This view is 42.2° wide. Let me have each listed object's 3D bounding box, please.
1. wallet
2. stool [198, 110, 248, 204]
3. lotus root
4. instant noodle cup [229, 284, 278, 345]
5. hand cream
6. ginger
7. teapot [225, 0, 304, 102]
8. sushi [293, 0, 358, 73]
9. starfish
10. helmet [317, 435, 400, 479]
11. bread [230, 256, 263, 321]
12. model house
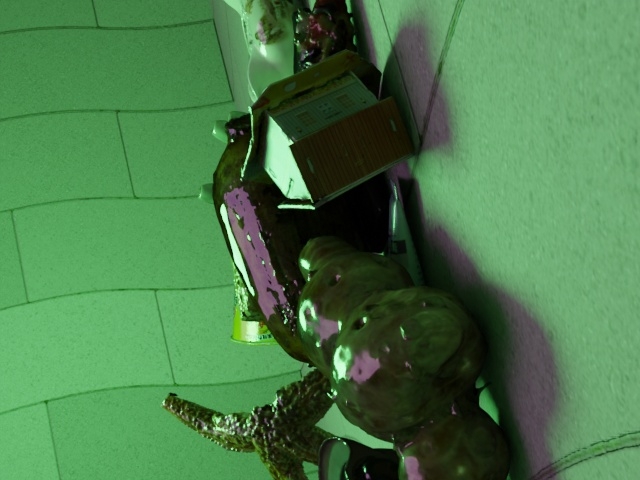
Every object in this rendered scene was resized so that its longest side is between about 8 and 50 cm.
[{"bbox_3d":[0.030,-0.160,1.287,0.197,0.051,0.377,91,161,-68],"label":"wallet"},{"bbox_3d":[-0.126,-0.152,1.690,0.195,0.199,0.195,-179,102,-71],"label":"stool"},{"bbox_3d":[-0.038,-0.009,1.203,0.179,0.196,0.397,-28,82,43],"label":"lotus root"},{"bbox_3d":[-0.126,0.167,2.281,0.264,0.265,0.200,-153,60,-80],"label":"instant noodle cup"},{"bbox_3d":[0.121,0.085,1.090,0.085,0.058,0.331,-69,-27,-79],"label":"hand cream"},{"bbox_3d":[0.072,0.127,0.952,0.375,0.176,0.256,49,159,49],"label":"ginger"},{"bbox_3d":[-0.103,-0.398,1.550,0.204,0.140,0.298,89,165,-67],"label":"teapot"},{"bbox_3d":[0.006,-0.250,1.151,0.097,0.103,0.225,-11,-72,-59],"label":"sushi"},{"bbox_3d":[-0.041,0.352,1.490,0.383,0.398,0.132,53,-164,-5],"label":"starfish"},{"bbox_3d":[0.122,0.390,1.026,0.338,0.197,0.270,-110,17,-56],"label":"helmet"},{"bbox_3d":[-0.105,0.060,1.643,0.102,0.138,0.196,101,161,-73],"label":"bread"},{"bbox_3d":[0.031,-0.112,1.022,0.136,0.219,0.207,52,153,23],"label":"model house"}]
